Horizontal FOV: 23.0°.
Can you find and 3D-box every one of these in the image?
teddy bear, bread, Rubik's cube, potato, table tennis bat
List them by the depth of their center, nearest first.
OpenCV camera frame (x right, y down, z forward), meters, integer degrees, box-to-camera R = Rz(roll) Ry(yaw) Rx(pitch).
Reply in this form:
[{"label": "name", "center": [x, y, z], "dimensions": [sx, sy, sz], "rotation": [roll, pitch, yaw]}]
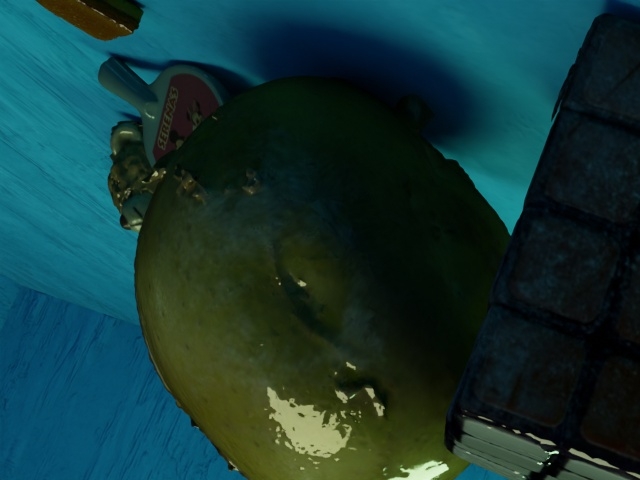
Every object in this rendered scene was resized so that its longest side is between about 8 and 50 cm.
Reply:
[{"label": "Rubik's cube", "center": [0.315, 0.065, 1.277], "dimensions": [0.344, 0.344, 0.337], "rotation": [22, 169, 10]}, {"label": "potato", "center": [0.023, 0.037, 1.547], "dimensions": [0.442, 0.385, 0.319], "rotation": [58, 167, 11]}, {"label": "bread", "center": [-0.246, -0.249, 1.661], "dimensions": [0.094, 0.035, 0.090], "rotation": [29, 166, -29]}, {"label": "table tennis bat", "center": [-0.177, -0.145, 1.817], "dimensions": [0.040, 0.153, 0.244], "rotation": [-8, -144, -45]}, {"label": "teddy bear", "center": [-0.186, -0.060, 2.105], "dimensions": [0.256, 0.156, 0.267], "rotation": [13, 125, 34]}]
